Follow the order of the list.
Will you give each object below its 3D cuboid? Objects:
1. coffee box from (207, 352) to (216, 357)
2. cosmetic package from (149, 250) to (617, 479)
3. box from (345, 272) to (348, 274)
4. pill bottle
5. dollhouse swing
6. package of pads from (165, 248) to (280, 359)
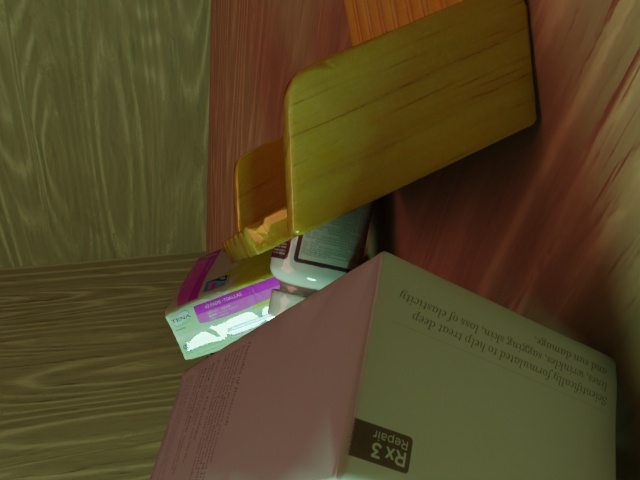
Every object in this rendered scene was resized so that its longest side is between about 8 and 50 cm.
[{"bbox_3d":[-0.047,0.247,1.110,0.247,0.098,0.141,15,117,28],"label":"coffee box"},{"bbox_3d":[0.021,0.172,0.598,0.385,0.217,0.156,-35,36,51],"label":"cosmetic package"},{"bbox_3d":[0.096,0.213,0.857,0.242,0.077,0.307,-137,45,-70],"label":"box"},{"bbox_3d":[0.000,0.000,0.971,0.121,0.121,0.221,-177,99,-76],"label":"pill bottle"},{"bbox_3d":[0.000,-0.182,0.725,0.304,0.315,0.347,65,167,-3],"label":"dollhouse swing"},{"bbox_3d":[-0.107,0.066,1.190,0.296,0.229,0.101,-90,-21,-75],"label":"package of pads"}]
